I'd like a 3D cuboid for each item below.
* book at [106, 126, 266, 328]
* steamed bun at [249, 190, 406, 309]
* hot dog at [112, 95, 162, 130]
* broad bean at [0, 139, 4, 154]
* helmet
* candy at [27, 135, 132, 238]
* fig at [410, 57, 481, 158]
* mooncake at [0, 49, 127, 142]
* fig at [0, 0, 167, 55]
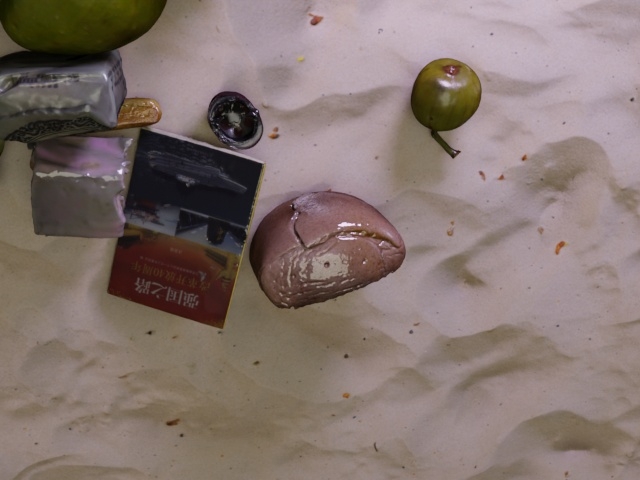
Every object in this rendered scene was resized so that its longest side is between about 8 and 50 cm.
[{"bbox_3d":[-0.279,-0.023,1.856,0.262,0.028,0.374,16,107,2],"label":"book"},{"bbox_3d":[0.000,0.000,1.852,0.301,0.251,0.199,-21,102,-6],"label":"steamed bun"},{"bbox_3d":[-0.420,-0.245,1.773,0.216,0.047,0.066,-10,98,-6],"label":"hot dog"},{"bbox_3d":[-0.728,-0.152,1.713,0.291,0.119,0.238,-30,113,3],"label":"broad bean"},{"bbox_3d":[-0.172,-0.246,1.806,0.098,0.070,0.123,-35,120,11],"label":"helmet"},{"bbox_3d":[-0.467,-0.107,1.751,0.195,0.137,0.185,3,127,-12],"label":"candy"},{"bbox_3d":[0.253,-0.283,1.852,0.148,0.186,0.142,19,67,-2],"label":"fig"},{"bbox_3d":[-0.483,-0.263,1.644,0.250,0.254,0.136,-7,114,-4],"label":"mooncake"},{"bbox_3d":[-0.425,-0.443,1.593,0.326,0.258,0.258,-27,115,26],"label":"fig"}]
